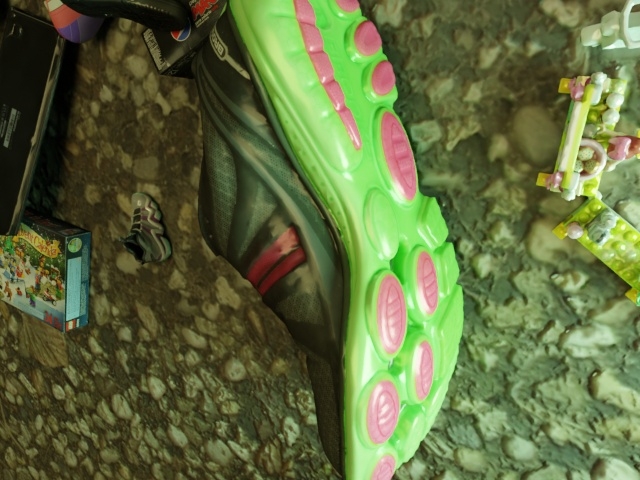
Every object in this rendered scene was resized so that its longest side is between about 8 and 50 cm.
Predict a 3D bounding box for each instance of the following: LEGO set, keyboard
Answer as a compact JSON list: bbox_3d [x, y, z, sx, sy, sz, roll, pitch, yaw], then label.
[{"bbox_3d":[0.236,-0.030,0.351,0.132,0.107,0.286,-11,97,28],"label":"LEGO set"},{"bbox_3d":[-0.467,-0.177,0.687,0.202,0.033,0.317,28,103,21],"label":"keyboard"}]

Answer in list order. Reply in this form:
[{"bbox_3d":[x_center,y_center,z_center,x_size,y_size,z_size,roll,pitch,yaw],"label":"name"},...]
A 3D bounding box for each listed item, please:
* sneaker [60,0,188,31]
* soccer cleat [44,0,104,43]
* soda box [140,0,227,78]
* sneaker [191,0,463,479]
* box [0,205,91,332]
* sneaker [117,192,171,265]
[{"bbox_3d":[-0.207,-0.275,0.479,0.170,0.051,0.089,14,87,12],"label":"sneaker"},{"bbox_3d":[-0.248,-0.344,0.538,0.095,0.083,0.248,31,111,12],"label":"soccer cleat"},{"bbox_3d":[-0.111,-0.242,0.501,0.169,0.060,0.053,-24,92,28],"label":"soda box"},{"bbox_3d":[0.000,0.000,0.463,0.202,0.185,0.482,-11,94,46],"label":"sneaker"},{"bbox_3d":[-0.470,0.032,0.751,0.233,0.044,0.159,18,109,22],"label":"box"},{"bbox_3d":[-0.240,-0.015,0.612,0.038,0.069,0.098,-24,91,28],"label":"sneaker"}]
